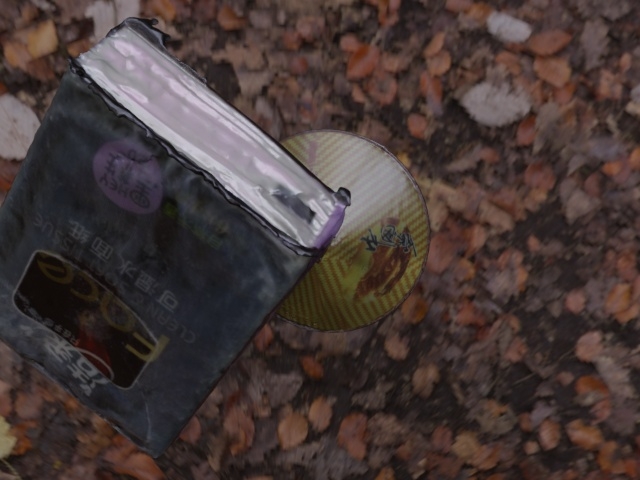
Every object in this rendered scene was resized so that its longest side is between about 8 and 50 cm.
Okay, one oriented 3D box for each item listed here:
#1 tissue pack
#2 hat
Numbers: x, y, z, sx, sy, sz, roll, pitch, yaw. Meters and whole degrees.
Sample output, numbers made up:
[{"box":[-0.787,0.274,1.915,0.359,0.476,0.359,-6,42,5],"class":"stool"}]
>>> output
[{"box":[-0.159,0.013,1.168,0.259,0.361,0.122,40,43,1],"class":"tissue pack"},{"box":[0.000,0.000,1.177,0.193,0.082,0.193,3,103,11],"class":"hat"}]
